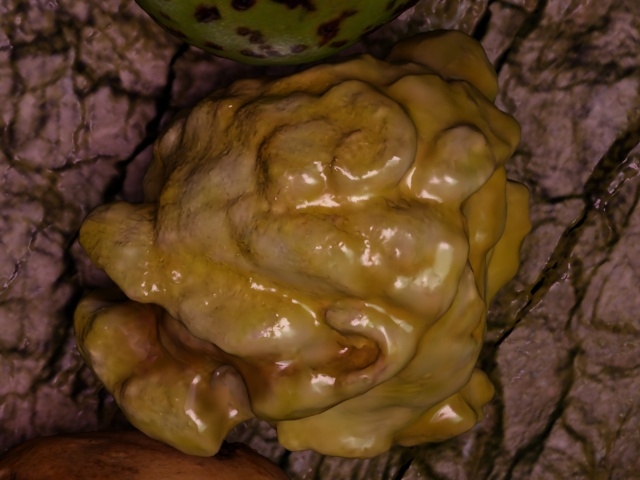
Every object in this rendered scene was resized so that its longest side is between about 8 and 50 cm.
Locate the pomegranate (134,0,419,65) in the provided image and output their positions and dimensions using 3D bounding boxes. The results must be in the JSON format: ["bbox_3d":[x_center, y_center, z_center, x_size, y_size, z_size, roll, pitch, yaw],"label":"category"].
[{"bbox_3d":[-0.015,-0.201,1.006,0.211,0.263,0.211,3,80,-16],"label":"pomegranate"}]

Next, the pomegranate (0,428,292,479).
[{"bbox_3d":[-0.108,0.229,1.152,0.260,0.260,0.260,-9,116,-19],"label":"pomegranate"}]

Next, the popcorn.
[{"bbox_3d":[0.000,0.000,1.107,0.242,0.235,0.250,-22,142,-46],"label":"popcorn"}]
